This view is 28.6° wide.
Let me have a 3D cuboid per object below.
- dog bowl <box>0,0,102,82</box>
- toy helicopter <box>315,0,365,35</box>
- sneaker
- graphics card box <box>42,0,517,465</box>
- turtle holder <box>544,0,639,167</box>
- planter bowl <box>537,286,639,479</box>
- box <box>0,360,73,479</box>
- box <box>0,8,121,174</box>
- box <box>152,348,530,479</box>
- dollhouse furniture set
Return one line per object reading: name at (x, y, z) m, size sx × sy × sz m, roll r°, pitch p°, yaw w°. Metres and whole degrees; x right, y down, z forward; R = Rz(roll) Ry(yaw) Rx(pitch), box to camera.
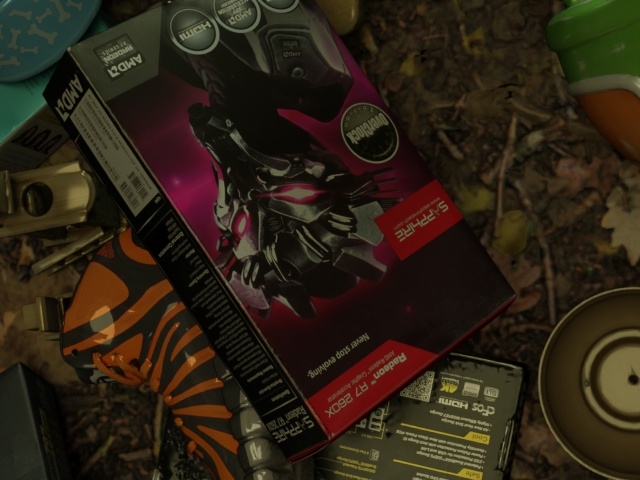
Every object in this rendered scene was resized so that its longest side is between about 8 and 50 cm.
dog bowl at (-0.263, -0.295, 1.198) m, size 0.165 × 0.074 × 0.297 m, roll 7°, pitch 67°, yaw 38°
toy helicopter at (-0.069, -0.254, 1.187) m, size 0.235 × 0.140 × 0.355 m, roll 40°, pitch 107°, yaw 6°
sneaker at (-0.120, 0.131, 1.105) m, size 0.180 × 0.124 × 0.321 m, roll -19°, pitch 71°, yaw 15°
graphics card box at (-0.030, -0.035, 1.042) m, size 0.232 × 0.094 × 0.371 m, roll -32°, pitch 86°, yaw -31°
turtle holder at (0.355, -0.177, 1.054) m, size 0.320 × 0.243 × 0.227 m, roll -29°, pitch 96°, yaw -30°
planter bowl at (0.273, 0.123, 1.089) m, size 0.162 × 0.109 × 0.162 m, roll -1°, pitch 86°, yaw 13°
box at (-0.320, 0.252, 1.179) m, size 0.183 × 0.059 × 0.233 m, roll -32°, pitch 47°, yaw 7°
box at (-0.288, -0.127, 1.236) m, size 0.244 × 0.100 × 0.060 m, roll -40°, pitch 78°, yaw 7°
box at (0.011, 0.206, 1.159) m, size 0.321 × 0.079 × 0.257 m, roll 10°, pitch 90°, yaw 13°
dollhouse furniture set at (-0.245, 0.013, 1.175) m, size 0.101 × 0.182 × 0.161 m, roll -10°, pitch 83°, yaw 12°
